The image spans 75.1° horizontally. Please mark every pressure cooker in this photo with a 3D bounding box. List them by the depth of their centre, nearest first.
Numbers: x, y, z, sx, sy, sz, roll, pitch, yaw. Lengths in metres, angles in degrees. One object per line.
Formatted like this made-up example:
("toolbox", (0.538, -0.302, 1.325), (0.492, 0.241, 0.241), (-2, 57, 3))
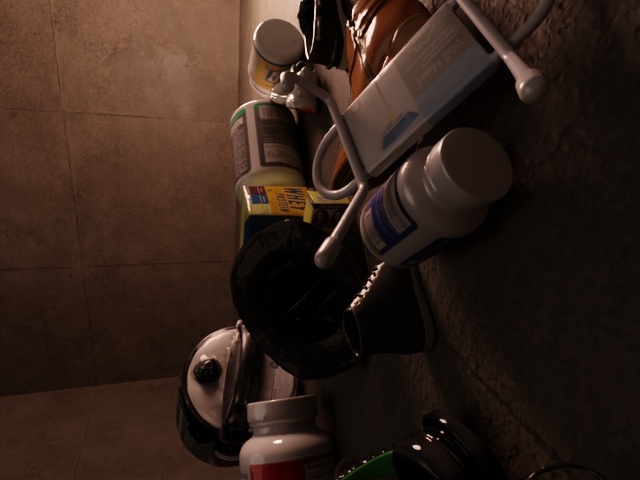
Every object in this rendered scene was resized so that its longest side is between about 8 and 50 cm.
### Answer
("pressure cooker", (-0.264, 0.481, 1.305), (0.370, 0.376, 0.420), (47, 141, 21))

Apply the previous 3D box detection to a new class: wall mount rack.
("wall mount rack", (0.076, -0.142, 0.422), (0.350, 0.131, 0.304), (-41, 49, 34))

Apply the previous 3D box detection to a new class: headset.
("headset", (0.119, 0.303, 0.417), (0.394, 0.243, 0.185), (-41, 76, 46))

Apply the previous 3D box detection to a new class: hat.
("hat", (-0.022, 0.116, 0.881), (0.134, 0.332, 0.331), (-13, -75, -66))

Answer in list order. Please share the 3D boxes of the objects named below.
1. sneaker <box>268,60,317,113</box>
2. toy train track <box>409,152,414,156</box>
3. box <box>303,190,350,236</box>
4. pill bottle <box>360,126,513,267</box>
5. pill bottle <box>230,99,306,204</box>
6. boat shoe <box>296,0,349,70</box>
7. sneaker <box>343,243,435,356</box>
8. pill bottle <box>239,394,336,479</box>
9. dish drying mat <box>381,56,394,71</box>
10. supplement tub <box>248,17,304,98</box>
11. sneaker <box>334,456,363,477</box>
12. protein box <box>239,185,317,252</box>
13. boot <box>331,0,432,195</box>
("sneaker", (-0.065, -0.423, 1.133), (0.262, 0.099, 0.121), (43, 125, 56))
("toy train track", (0.146, -0.086, 0.603), (0.048, 0.014, 0.083), (-28, 70, 62))
("box", (0.000, 0.000, 0.947), (0.058, 0.087, 0.232), (-113, 29, -49))
("pill bottle", (0.130, -0.045, 0.493), (0.186, 0.112, 0.111), (130, 136, -64))
("pill bottle", (-0.152, -0.209, 1.212), (0.204, 0.204, 0.360), (120, 145, -59))
("boat shoe", (-0.005, -0.495, 0.915), (0.114, 0.091, 0.302), (111, 151, -50))
("sneaker", (0.082, 0.068, 0.637), (0.083, 0.118, 0.222), (108, 154, -46))
("pill bottle", (-0.070, 0.585, 0.972), (0.229, 0.229, 0.407), (125, 140, -62))
("dish drying mat", (0.082, -0.193, 0.540), (0.032, 0.008, 0.083), (37, 117, 43))
("supplement tub", (-0.138, -0.535, 1.244), (0.200, 0.144, 0.144), (135, 131, -67))
("sneaker", (0.083, 0.534, 0.707), (0.282, 0.099, 0.153), (-123, 37, -53))
("protein box", (-0.090, -0.016, 1.034), (0.136, 0.201, 0.199), (-114, 28, -50))
("boot", (0.070, -0.230, 0.644), (0.283, 0.109, 0.220), (-64, 38, 45))
